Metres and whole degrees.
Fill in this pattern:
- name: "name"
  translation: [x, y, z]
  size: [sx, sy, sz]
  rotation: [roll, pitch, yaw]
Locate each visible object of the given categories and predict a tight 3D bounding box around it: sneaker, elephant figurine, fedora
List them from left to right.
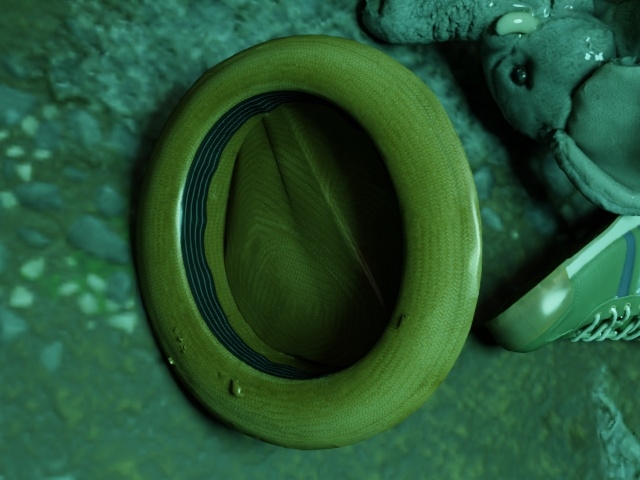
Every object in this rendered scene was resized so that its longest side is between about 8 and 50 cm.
- name: "fedora"
  translation: [0.000, 0.000, 0.470]
  size: [0.079, 0.194, 0.194]
  rotation: [7, 63, -63]
- name: "elephant figurine"
  translation: [0.179, -0.101, 0.566]
  size: [0.169, 0.239, 0.186]
  rotation: [9, 61, -54]
- name: "sneaker"
  translation: [0.186, 0.029, 0.574]
  size: [0.192, 0.064, 0.086]
  rotation: [-33, 83, -34]
